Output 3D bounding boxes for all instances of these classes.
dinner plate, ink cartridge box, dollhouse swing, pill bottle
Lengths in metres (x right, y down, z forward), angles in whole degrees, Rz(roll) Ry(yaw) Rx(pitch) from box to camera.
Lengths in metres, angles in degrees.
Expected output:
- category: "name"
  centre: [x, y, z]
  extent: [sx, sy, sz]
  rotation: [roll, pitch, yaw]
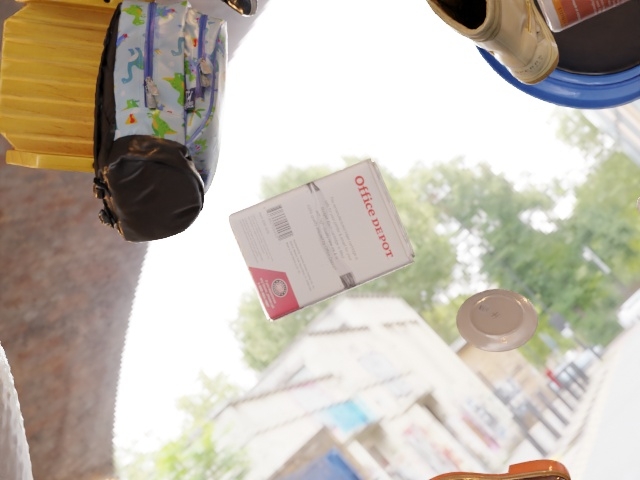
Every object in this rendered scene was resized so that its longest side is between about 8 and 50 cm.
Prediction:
- category: "dinner plate"
  centre: [0.306, 0.134, 2.039]
  extent: [0.141, 0.141, 0.017]
  rotation: [-38, -39, -24]
- category: "ink cartridge box"
  centre: [0.000, 0.000, 1.630]
  extent: [0.218, 0.158, 0.092]
  rotation: [-22, -4, -6]
- category: "dollhouse swing"
  centre: [-0.428, -0.298, 2.212]
  extent: [0.315, 0.347, 0.305]
  rotation: [4, 6, -20]
- category: "pill bottle"
  centre: [0.436, -0.416, 1.809]
  extent: [0.216, 0.121, 0.121]
  rotation: [-22, -8, 12]

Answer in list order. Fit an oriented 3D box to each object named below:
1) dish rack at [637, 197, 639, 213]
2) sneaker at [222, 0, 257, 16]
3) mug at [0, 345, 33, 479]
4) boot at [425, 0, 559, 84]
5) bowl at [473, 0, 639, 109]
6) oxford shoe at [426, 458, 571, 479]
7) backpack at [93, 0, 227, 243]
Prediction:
- category: "dish rack"
  centre: [0.723, -0.002, 2.009]
  extent: [0.285, 0.333, 0.072]
  rotation: [-24, -26, -46]
- category: "sneaker"
  centre: [-0.243, -0.508, 2.345]
  extent: [0.163, 0.226, 0.086]
  rotation: [-26, -28, -31]
- category: "mug"
  centre: [-0.509, 0.175, 1.366]
  extent: [0.276, 0.328, 0.374]
  rotation: [-15, 19, -28]
- category: "boot"
  centre: [0.202, -0.342, 1.573]
  extent: [0.095, 0.262, 0.203]
  rotation: [-35, -30, 26]
- category: "bowl"
  centre: [0.459, -0.403, 2.132]
  extent: [0.077, 0.391, 0.391]
  rotation: [-63, 0, -33]
- category: "oxford shoe"
  centre: [0.209, 0.366, 1.557]
  extent: [0.271, 0.098, 0.097]
  rotation: [-16, -55, 2]
- category: "backpack"
  centre: [-0.261, -0.219, 1.911]
  extent: [0.273, 0.355, 0.290]
  rotation: [-13, -25, -8]
